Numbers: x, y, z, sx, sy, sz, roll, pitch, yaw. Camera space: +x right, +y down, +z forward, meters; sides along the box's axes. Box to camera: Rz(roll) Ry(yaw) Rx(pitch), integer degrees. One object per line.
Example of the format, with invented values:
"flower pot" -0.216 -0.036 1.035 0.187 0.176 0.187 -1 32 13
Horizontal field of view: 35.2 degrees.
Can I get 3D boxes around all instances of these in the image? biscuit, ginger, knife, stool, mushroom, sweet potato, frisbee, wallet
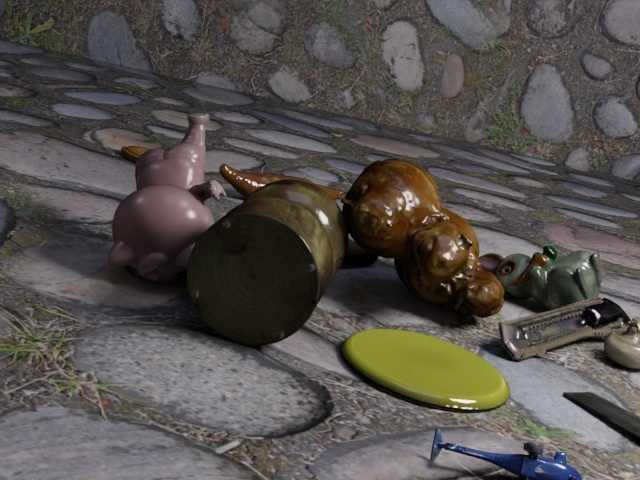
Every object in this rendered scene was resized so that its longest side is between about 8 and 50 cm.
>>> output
"biscuit" -0.363 -0.181 2.180 0.140 0.023 0.118 23 19 33
"ginger" 0.156 0.003 1.601 0.357 0.152 0.274 41 16 -41
"knife" 0.428 0.250 1.324 0.072 0.019 0.245 4 16 -34
"stool" -0.066 0.022 1.414 0.179 0.179 0.264 15 15 6
"mushroom" 0.490 0.158 1.582 0.085 0.079 0.085 17 19 -6
"sweet potato" -0.072 -0.105 2.080 0.314 0.066 0.072 6 23 -34
"knife" 0.401 0.139 1.611 0.365 0.043 0.089 -4 52 -45
"frisbee" 0.143 0.170 1.367 0.236 0.017 0.236 12 15 -3
"wallet" 0.000 0.000 1.824 0.110 0.031 0.198 -3 22 -44

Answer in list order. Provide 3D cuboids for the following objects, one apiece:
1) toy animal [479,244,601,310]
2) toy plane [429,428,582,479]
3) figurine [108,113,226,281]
"toy animal" 0.375 0.075 1.784 0.236 0.138 0.108 -6 18 33
"toy plane" 0.206 0.245 1.111 0.167 0.054 0.062 14 -10 0
"figurine" -0.219 -0.050 1.519 0.176 0.186 0.287 -8 50 2
